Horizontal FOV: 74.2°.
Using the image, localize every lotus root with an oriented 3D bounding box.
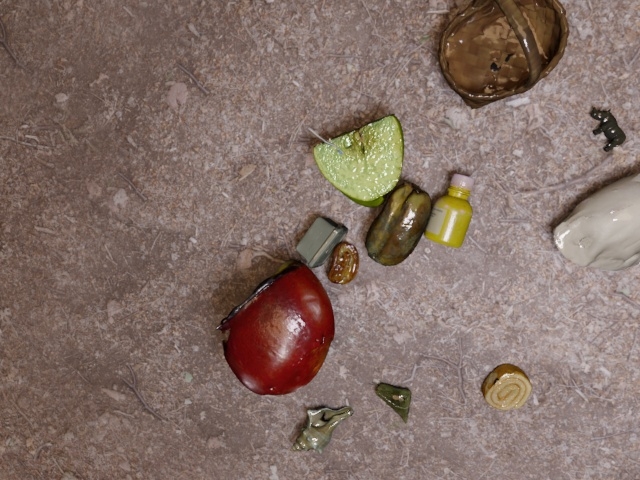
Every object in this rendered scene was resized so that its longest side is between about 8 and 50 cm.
[{"bbox_3d":[0.244,-0.042,1.309,0.152,0.160,0.275,35,114,16],"label":"lotus root"}]

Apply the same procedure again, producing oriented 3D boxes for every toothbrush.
[{"bbox_3d":[0.015,-0.295,1.251,0.131,0.011,0.013,39,86,6],"label":"toothbrush"}]

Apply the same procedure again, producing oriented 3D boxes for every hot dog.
[{"bbox_3d":[0.076,0.079,1.412,0.099,0.065,0.147,15,101,-21],"label":"hot dog"}]

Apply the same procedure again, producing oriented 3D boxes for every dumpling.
[{"bbox_3d":[0.861,-0.038,1.189,0.341,0.181,0.260,-38,98,-8],"label":"dumpling"}]

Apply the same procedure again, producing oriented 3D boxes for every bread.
[{"bbox_3d":[0.598,0.475,1.354,0.122,0.073,0.149,35,103,3],"label":"bread"}]

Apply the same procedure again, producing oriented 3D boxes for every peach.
[{"bbox_3d":[-0.124,0.262,1.341,0.353,0.339,0.416,3,105,15],"label":"peach"}]

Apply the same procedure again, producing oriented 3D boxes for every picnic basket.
[{"bbox_3d":[0.491,-0.533,1.126,0.337,0.337,0.293,-28,91,13],"label":"picnic basket"}]

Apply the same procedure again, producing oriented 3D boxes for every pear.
[{"bbox_3d":[0.147,-0.235,1.316,0.292,0.159,0.292,2,100,14],"label":"pear"}]

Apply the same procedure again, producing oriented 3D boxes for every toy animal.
[{"bbox_3d":[0.825,-0.329,1.221,0.065,0.047,0.136,-33,88,8],"label":"toy animal"}]

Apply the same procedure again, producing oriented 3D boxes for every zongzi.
[{"bbox_3d":[0.229,0.557,1.454,0.154,0.062,0.130,8,111,17],"label":"zongzi"}]

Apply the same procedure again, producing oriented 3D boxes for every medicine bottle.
[{"bbox_3d":[0.405,-0.094,1.297,0.122,0.122,0.212,18,100,9],"label":"medicine bottle"}]

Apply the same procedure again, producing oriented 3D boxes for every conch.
[{"bbox_3d":[-0.012,0.654,1.493,0.137,0.114,0.234,41,68,-6],"label":"conch"}]

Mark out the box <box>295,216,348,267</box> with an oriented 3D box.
[{"bbox_3d":[0.000,0.000,1.398,0.093,0.124,0.172,40,102,15],"label":"box"}]
